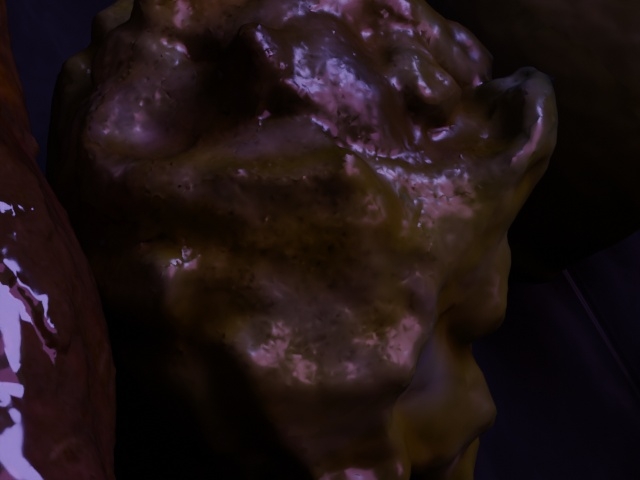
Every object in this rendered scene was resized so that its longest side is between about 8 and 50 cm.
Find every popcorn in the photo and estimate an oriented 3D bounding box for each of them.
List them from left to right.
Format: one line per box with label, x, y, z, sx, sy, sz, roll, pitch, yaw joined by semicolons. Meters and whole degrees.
popcorn;-0.011;0.004;0.475;0.142;0.173;0.173;-12;66;-23

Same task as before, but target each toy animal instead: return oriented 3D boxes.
toy animal;0.091;-0.172;0.746;0.181;0.180;0.363;180;-110;-85

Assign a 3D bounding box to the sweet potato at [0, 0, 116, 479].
sweet potato;-0.087;0.050;0.361;0.106;0.095;0.354;-15;65;-14
